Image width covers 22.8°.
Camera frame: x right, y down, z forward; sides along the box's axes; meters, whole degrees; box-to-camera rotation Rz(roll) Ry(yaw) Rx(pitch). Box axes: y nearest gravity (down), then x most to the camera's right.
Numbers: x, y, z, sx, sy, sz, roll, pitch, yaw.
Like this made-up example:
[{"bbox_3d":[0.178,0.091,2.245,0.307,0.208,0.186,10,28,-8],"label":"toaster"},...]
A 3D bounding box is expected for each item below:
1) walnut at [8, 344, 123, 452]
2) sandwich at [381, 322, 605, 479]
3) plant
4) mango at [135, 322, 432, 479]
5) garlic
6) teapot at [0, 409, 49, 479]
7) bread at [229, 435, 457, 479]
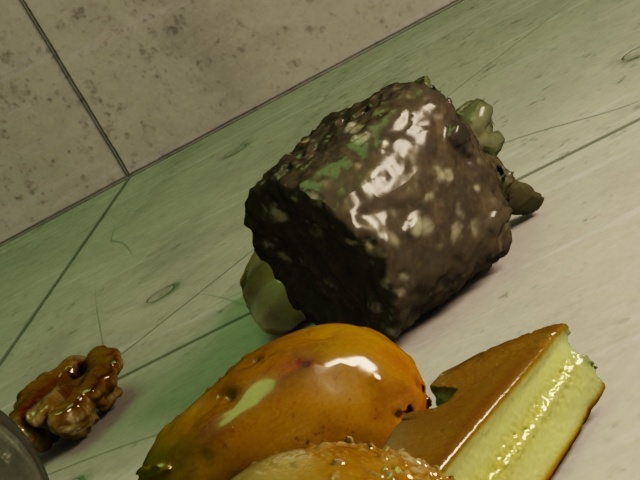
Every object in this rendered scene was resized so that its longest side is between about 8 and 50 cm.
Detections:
[{"bbox_3d":[-0.294,0.190,1.847,0.143,0.069,0.170,-21,18,27],"label":"walnut"},{"bbox_3d":[0.108,0.151,1.131,0.088,0.090,0.244,-12,22,44],"label":"sandwich"},{"bbox_3d":[0.095,-0.053,1.611,0.312,0.215,0.213,-35,11,-29],"label":"plant"},{"bbox_3d":[-0.031,0.156,1.267,0.248,0.151,0.156,-29,48,-8],"label":"mango"},{"bbox_3d":[0.000,0.000,1.841,0.228,0.110,0.217,-31,11,-4],"label":"garlic"},{"bbox_3d":[-0.418,0.295,1.461,0.344,0.253,0.300,-22,46,54],"label":"teapot"},{"bbox_3d":[0.024,0.202,0.915,0.171,0.192,0.314,-36,15,-16],"label":"bread"}]
